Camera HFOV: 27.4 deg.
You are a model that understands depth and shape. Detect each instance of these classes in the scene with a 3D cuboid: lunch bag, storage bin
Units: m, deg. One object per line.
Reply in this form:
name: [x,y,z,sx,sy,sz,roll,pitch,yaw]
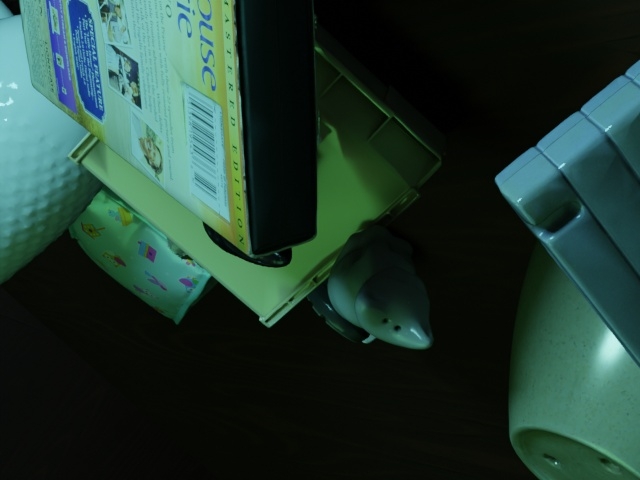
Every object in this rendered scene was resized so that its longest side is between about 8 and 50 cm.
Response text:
lunch bag: [-0.229,-0.013,1.822,0.223,0.160,0.262,38,165,-1]
storage bin: [-0.054,-0.097,1.252,0.262,0.123,0.260,42,118,-12]

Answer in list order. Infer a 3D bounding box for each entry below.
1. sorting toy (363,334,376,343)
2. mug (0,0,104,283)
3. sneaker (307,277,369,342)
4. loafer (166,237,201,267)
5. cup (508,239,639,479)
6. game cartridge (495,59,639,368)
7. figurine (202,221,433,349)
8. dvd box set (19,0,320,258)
sorting toy: [0.061,0.089,1.683,0.083,0.075,0.045,41,159,-9]
mug: [-0.430,-0.154,1.620,0.374,0.328,0.276,57,-159,10]
sneaker: [0.000,0.000,1.581,0.267,0.106,0.101,49,-169,25]
loafer: [-0.133,-0.018,1.637,0.094,0.087,0.251,58,-170,8]
cup: [0.295,0.118,1.139,0.331,0.237,0.331,32,160,13]
game cartridge: [0.307,0.011,0.918,0.355,0.230,0.068,48,-178,-27]
figurine: [0.000,0.016,1.101,0.215,0.092,0.209,31,-175,-7]
dvd box set: [-0.138,-0.205,1.009,0.420,0.062,0.308,34,134,50]
